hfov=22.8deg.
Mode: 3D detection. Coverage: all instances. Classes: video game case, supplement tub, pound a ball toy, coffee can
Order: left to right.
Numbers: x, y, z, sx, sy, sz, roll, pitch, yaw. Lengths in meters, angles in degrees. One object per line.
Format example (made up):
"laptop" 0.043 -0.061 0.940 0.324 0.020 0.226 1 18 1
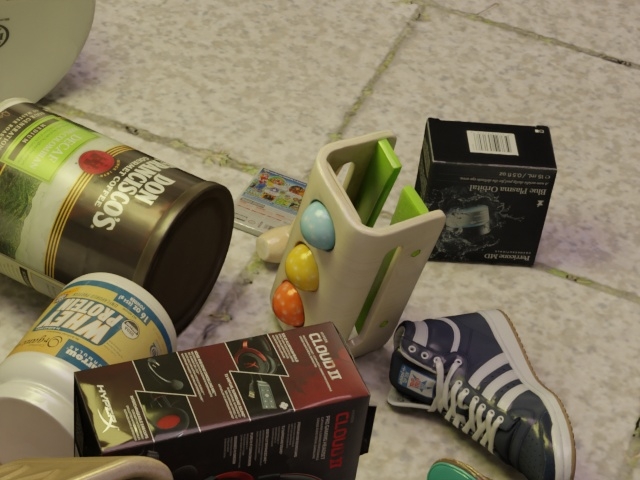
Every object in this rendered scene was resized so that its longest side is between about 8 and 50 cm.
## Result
"supplement tub" -0.251 0.144 1.650 0.144 0.144 0.200 19 42 13
"coffee can" -0.267 -0.022 1.826 0.275 0.201 0.201 24 44 18
"video game case" -0.061 -0.046 2.028 0.087 0.011 0.122 20 43 14
"pound a ball toy" 0.000 0.000 1.792 0.135 0.319 0.208 -17 62 -25

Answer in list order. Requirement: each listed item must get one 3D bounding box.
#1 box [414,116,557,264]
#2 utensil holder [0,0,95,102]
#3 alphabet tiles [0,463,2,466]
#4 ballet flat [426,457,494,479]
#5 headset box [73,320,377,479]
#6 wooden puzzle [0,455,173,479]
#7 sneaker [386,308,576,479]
"box" 0.200 -0.059 1.972 0.156 0.158 0.093 3 41 -5
"utensil holder" -0.522 -0.374 2.100 0.327 0.328 0.385 -22 52 -29
"alphabet tiles" -0.215 0.243 1.670 0.284 0.021 0.278 29 45 22
"ballet flat" 0.195 0.301 1.650 0.067 0.073 0.206 1 36 -51
"headset box" -0.086 0.207 1.549 0.293 0.218 0.110 -10 45 -20
"wooden puzzle" -0.320 0.249 1.267 0.347 0.322 0.081 -14 89 -26
"sneaker" 0.166 0.180 1.740 0.153 0.099 0.282 -1 35 -17
